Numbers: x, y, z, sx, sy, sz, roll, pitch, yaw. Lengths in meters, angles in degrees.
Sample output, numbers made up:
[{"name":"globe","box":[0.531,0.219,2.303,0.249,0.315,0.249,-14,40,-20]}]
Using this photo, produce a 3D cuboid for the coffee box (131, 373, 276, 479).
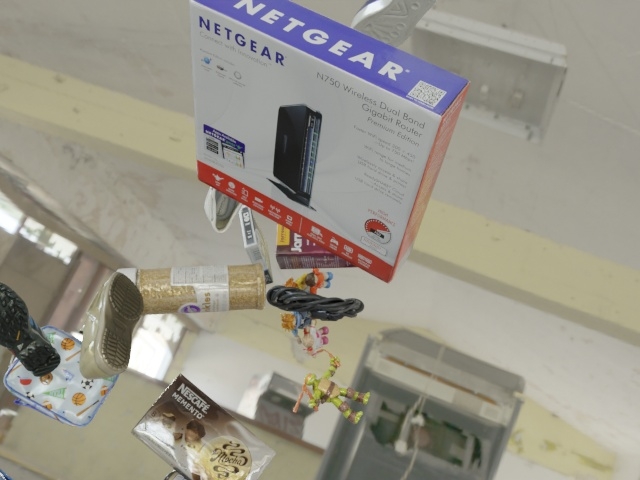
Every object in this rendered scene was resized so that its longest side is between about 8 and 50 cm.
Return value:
[{"name":"coffee box","box":[-0.277,0.476,1.532,0.297,0.168,0.119,40,-26,0]}]

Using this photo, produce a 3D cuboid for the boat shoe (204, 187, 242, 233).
[{"name":"boat shoe","box":[-0.188,-0.137,1.423,0.098,0.096,0.277,4,-54,-19]}]

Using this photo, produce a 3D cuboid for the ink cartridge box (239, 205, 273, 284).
[{"name":"ink cartridge box","box":[-0.194,-0.006,1.929,0.045,0.208,0.206,-16,-36,0]}]

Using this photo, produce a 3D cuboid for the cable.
[{"name":"cable","box":[-0.009,0.109,1.177,0.150,0.047,0.184,24,-17,-35]}]

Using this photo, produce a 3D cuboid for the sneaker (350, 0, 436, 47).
[{"name":"sneaker","box":[0.196,-0.613,1.544,0.130,0.237,0.322,23,-23,-21]}]

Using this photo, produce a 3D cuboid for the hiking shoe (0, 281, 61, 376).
[{"name":"hiking shoe","box":[-0.797,0.223,1.682,0.132,0.113,0.304,22,-41,49]}]

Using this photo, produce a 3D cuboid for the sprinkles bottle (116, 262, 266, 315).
[{"name":"sprinkles bottle","box":[-0.315,0.120,1.592,0.355,0.121,0.121,-3,-14,-11]}]

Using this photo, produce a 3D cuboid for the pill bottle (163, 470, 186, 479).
[{"name":"pill bottle","box":[-0.322,0.709,1.754,0.219,0.123,0.123,11,-21,21]}]

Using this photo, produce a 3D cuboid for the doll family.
[{"name":"doll family","box":[-0.053,0.192,1.819,0.118,0.263,0.163,1,-3,23]}]

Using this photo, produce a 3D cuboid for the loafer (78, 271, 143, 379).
[{"name":"loafer","box":[-0.418,0.163,1.272,0.092,0.269,0.102,-29,-59,14]}]

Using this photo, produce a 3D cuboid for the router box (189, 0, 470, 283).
[{"name":"router box","box":[-0.011,-0.134,0.847,0.335,0.082,0.301,28,-37,16]}]

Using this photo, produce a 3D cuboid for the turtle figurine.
[{"name":"turtle figurine","box":[0.028,0.467,1.963,0.217,0.269,0.087,31,-53,2]}]

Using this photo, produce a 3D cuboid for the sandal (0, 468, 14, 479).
[{"name":"sandal","box":[-0.606,0.415,1.139,0.138,0.126,0.318,7,-49,23]}]

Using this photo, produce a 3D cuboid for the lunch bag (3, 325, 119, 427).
[{"name":"lunch bag","box":[-0.782,0.412,1.955,0.303,0.243,0.115,35,-22,-13]}]

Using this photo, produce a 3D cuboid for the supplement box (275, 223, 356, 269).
[{"name":"supplement box","box":[0.000,0.000,1.415,0.188,0.104,0.081,-2,-24,4]}]
